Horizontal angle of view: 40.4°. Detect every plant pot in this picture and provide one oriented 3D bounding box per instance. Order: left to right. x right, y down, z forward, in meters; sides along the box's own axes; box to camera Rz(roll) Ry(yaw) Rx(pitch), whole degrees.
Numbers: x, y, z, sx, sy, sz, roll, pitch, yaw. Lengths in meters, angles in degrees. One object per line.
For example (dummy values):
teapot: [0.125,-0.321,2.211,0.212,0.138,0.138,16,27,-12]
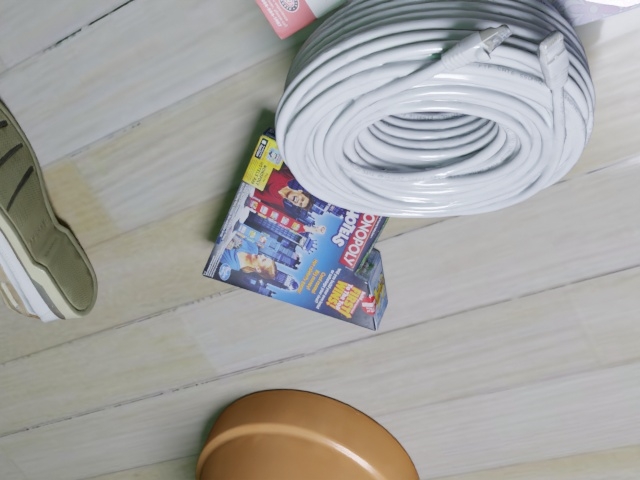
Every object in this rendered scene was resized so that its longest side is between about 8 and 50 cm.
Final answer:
plant pot: [-0.038,0.357,1.053,0.291,0.203,0.290,9,124,14]

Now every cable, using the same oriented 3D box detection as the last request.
cable: [0.090,-0.103,0.712,0.257,0.089,0.257,-10,154,24]

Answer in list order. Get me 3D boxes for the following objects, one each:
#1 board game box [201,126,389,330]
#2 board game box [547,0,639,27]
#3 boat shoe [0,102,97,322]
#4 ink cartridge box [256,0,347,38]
board game box: [0.000,0.000,0.899,0.194,0.060,0.194,28,126,0]
board game box: [0.144,-0.310,0.643,0.319,0.066,0.317,-14,116,28]
boat shoe: [-0.366,-0.029,0.983,0.103,0.113,0.302,-9,118,19]
ink cartridge box: [0.025,-0.250,0.645,0.198,0.067,0.115,-22,112,33]
